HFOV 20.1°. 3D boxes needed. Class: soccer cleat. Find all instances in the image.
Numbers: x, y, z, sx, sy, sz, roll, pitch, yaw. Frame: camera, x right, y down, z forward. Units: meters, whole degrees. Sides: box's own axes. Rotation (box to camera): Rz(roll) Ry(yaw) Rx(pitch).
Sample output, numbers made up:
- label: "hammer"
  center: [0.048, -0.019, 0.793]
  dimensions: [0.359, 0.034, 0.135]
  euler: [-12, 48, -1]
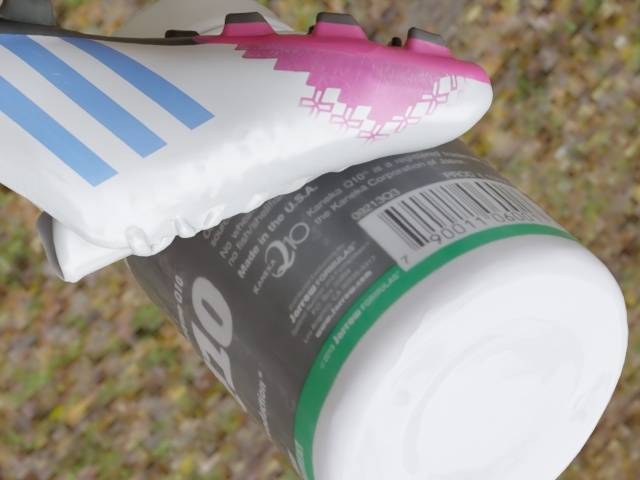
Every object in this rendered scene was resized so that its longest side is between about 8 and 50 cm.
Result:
- label: "soccer cleat"
  center: [-0.076, -0.047, 0.945]
  dimensions: [0.331, 0.143, 0.116]
  euler: [3, 178, -9]

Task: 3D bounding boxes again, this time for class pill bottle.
- label: "pill bottle"
  center: [0.000, 0.000, 1.095]
  dimensions: [0.204, 0.361, 0.204]
  euler: [-20, 131, -24]
